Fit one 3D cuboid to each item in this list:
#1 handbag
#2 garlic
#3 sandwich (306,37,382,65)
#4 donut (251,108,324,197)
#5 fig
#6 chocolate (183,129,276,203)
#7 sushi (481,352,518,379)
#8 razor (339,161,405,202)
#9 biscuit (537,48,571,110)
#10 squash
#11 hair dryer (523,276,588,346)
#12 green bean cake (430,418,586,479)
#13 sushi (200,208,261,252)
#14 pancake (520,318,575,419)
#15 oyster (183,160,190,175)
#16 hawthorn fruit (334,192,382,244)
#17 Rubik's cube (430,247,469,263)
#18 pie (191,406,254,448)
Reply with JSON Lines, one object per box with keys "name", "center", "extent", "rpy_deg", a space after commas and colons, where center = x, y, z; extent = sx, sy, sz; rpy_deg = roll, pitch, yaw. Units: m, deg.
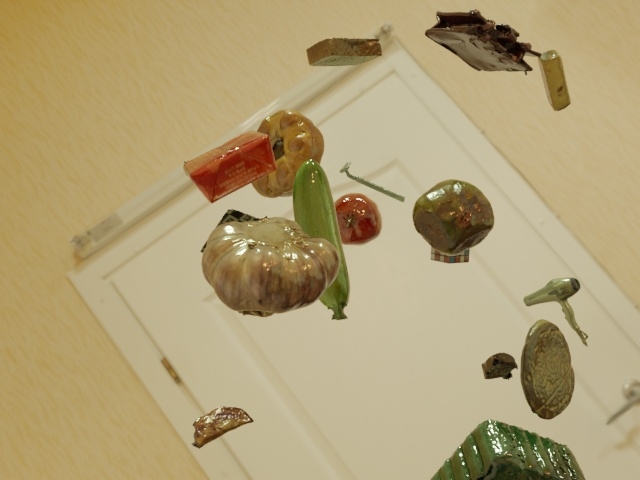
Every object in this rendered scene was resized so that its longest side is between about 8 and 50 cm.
{"name": "handbag", "center": [0.367, -0.456, 1.466], "extent": [0.074, 0.203, 0.216], "rpy_deg": [-65, 24, 6]}
{"name": "garlic", "center": [-0.090, 0.056, 1.154], "extent": [0.245, 0.245, 0.160], "rpy_deg": [-26, -56, -49]}
{"name": "sandwich", "center": [0.076, -0.644, 2.200], "extent": [0.215, 0.065, 0.186], "rpy_deg": [-9, 5, -30]}
{"name": "donut", "center": [-0.128, -0.305, 2.281], "extent": [0.317, 0.299, 0.150], "rpy_deg": [-24, -17, 39]}
{"name": "fig", "center": [0.259, -0.051, 1.265], "extent": [0.154, 0.144, 0.165], "rpy_deg": [-6, 25, 9]}
{"name": "chocolate", "center": [-0.246, -0.207, 1.768], "extent": [0.235, 0.108, 0.237], "rpy_deg": [-29, 18, -9]}
{"name": "sushi", "center": [0.540, 0.374, 1.925], "extent": [0.056, 0.085, 0.083], "rpy_deg": [-91, 13, -51]}
{"name": "razor", "center": [0.157, -0.167, 1.925], "extent": [0.036, 0.211, 0.084], "rpy_deg": [-60, -1, 24]}
{"name": "biscuit", "center": [0.638, -0.434, 1.750], "extent": [0.056, 0.052, 0.188], "rpy_deg": [-23, -42, 15]}
{"name": "squash", "center": [0.000, 0.000, 1.553], "extent": [0.107, 0.394, 0.107], "rpy_deg": [-13, -7, -2]}
{"name": "hair dryer", "center": [0.674, 0.208, 1.846], "extent": [0.067, 0.199, 0.167], "rpy_deg": [-11, 0, -45]}
{"name": "green bean cake", "center": [0.466, 0.621, 1.626], "extent": [0.307, 0.300, 0.169], "rpy_deg": [-57, 18, 25]}
{"name": "sushi", "center": [-0.279, -0.020, 2.155], "extent": [0.193, 0.040, 0.210], "rpy_deg": [21, -57, -34]}
{"name": "pancake", "center": [0.580, 0.322, 1.636], "extent": [0.250, 0.250, 0.031], "rpy_deg": [-29, 12, -40]}
{"name": "oyster", "center": [-0.376, -0.206, 1.920], "extent": [0.054, 0.083, 0.019], "rpy_deg": [-50, 19, -18]}
{"name": "hawthorn fruit", "center": [0.124, -0.073, 2.327], "extent": [0.205, 0.205, 0.253], "rpy_deg": [-39, 1, 7]}
{"name": "Rubik's cube", "center": [0.427, 0.024, 2.116], "extent": [0.092, 0.092, 0.092], "rpy_deg": [-2, 7, -32]}
{"name": "pie", "center": [-0.272, 0.487, 1.709], "extent": [0.170, 0.092, 0.034], "rpy_deg": [-24, -41, -25]}
